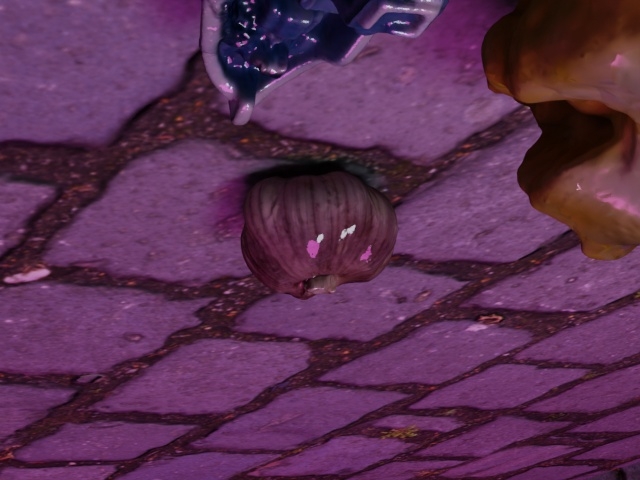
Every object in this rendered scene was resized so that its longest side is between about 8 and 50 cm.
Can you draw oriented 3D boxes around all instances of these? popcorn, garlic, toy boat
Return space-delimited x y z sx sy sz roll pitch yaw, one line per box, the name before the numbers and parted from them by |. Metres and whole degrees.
popcorn | 0.257 -0.112 0.637 0.297 0.281 0.315 23 137 1
garlic | 0.000 0.000 0.956 0.147 0.102 0.159 -18 156 16
toy boat | 0.010 -0.156 0.555 0.129 0.142 0.309 1 154 -29
